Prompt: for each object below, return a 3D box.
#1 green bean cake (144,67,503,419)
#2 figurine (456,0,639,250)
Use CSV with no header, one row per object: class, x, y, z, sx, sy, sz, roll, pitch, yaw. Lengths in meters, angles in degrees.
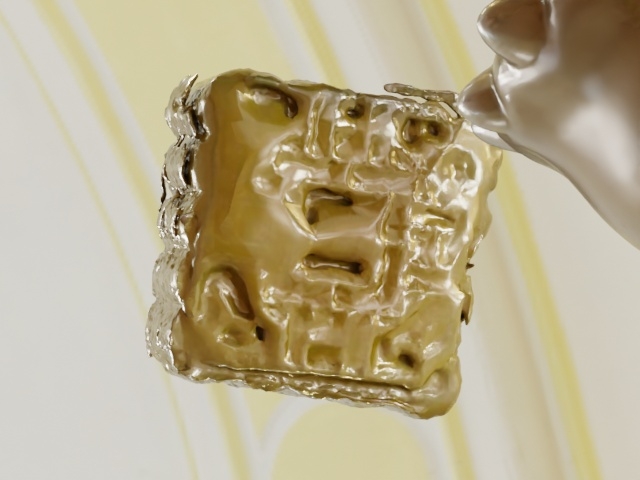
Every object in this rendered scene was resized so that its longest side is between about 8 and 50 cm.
green bean cake,0.000,0.000,0.964,0.131,0.229,0.224,-174,-87,-73
figurine,0.111,-0.094,0.442,0.173,0.177,0.247,-36,-86,-8
